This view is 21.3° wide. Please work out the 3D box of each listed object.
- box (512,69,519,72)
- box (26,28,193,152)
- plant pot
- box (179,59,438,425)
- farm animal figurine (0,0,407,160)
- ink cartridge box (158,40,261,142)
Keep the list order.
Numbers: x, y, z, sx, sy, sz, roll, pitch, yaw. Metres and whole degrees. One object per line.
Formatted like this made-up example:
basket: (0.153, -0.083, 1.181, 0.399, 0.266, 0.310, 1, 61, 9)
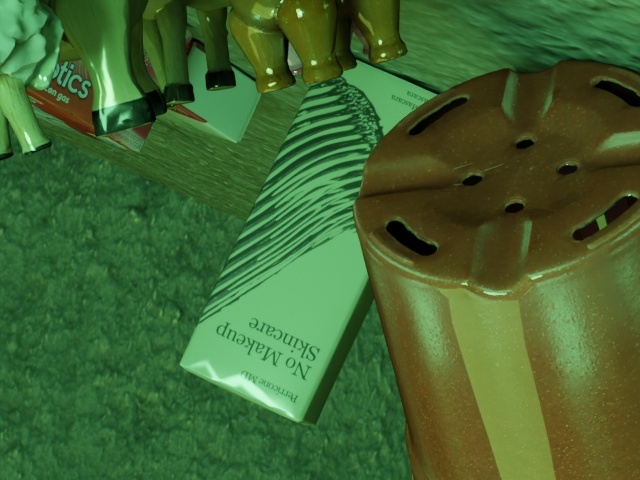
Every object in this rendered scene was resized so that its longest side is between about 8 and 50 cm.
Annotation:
box: (0.208, -0.052, 1.211, 0.136, 0.036, 0.225, 22, 173, 19)
box: (-0.246, -0.183, 1.418, 0.128, 0.122, 0.257, 19, 173, 39)
plant pot: (0.150, 0.051, 1.056, 0.272, 0.272, 0.265, 19, 143, 41)
box: (0.000, 0.000, 1.336, 0.113, 0.275, 0.094, 23, 174, 8)
farm animal figurine: (-0.113, -0.146, 0.897, 0.327, 0.172, 0.330, -18, -172, -16)
ink cartridge box: (-0.148, -0.154, 1.612, 0.150, 0.063, 0.109, 20, 174, 40)
